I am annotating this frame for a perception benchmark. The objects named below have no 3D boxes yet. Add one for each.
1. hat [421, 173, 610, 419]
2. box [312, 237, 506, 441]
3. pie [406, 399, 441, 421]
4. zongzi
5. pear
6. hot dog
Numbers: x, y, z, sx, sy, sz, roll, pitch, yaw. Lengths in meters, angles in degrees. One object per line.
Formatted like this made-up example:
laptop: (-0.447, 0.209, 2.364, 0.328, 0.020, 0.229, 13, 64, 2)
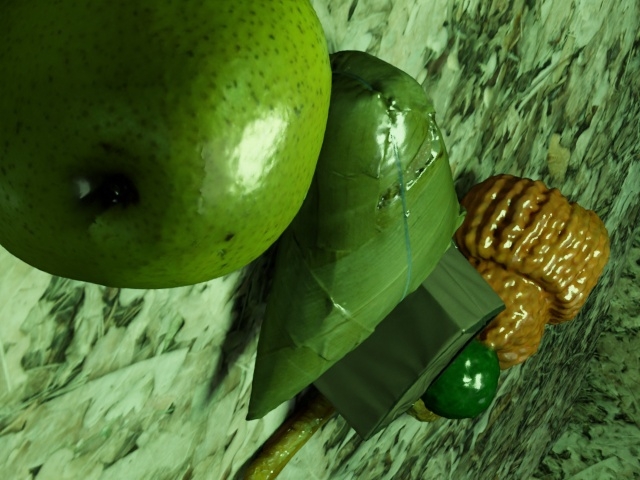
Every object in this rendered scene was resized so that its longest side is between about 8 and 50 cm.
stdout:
hat: (0.301, 0.113, 1.903, 0.285, 0.285, 0.400, 60, 44, -63)
box: (0.117, 0.133, 1.687, 0.252, 0.153, 0.188, -51, 164, 26)
pie: (0.244, 0.183, 2.186, 0.339, 0.083, 0.339, -49, 155, -32)
zongzi: (0.000, 0.000, 1.387, 0.393, 0.174, 0.356, -48, 149, -15)
pear: (-0.128, -0.092, 0.878, 0.294, 0.294, 0.294, -45, 152, -33)
hot dog: (-0.047, 0.294, 1.750, 0.216, 0.047, 0.066, -44, 165, -36)
